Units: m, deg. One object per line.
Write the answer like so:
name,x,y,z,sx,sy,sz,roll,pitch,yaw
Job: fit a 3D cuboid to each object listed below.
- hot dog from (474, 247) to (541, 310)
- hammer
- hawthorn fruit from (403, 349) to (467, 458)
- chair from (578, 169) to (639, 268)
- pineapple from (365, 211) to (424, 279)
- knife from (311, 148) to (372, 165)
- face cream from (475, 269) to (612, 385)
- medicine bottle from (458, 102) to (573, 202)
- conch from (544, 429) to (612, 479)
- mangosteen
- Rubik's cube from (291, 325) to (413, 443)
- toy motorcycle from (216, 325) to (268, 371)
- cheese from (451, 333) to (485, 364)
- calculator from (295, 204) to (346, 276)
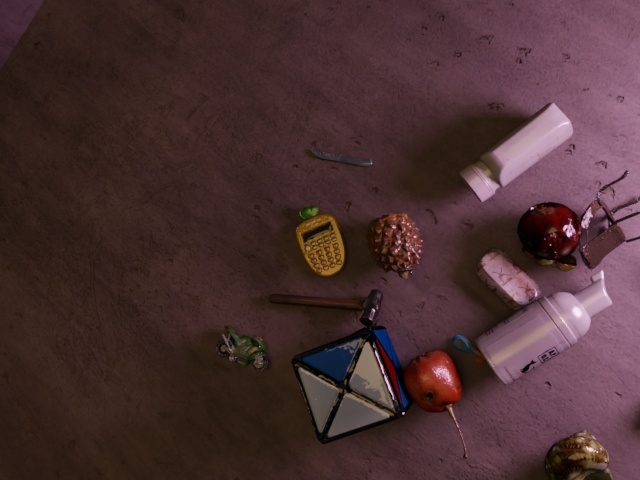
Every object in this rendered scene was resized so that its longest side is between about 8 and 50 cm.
hot dog,0.512,0.107,1.525,0.108,0.059,0.191,-41,69,-3
hammer,0.007,0.193,1.688,0.365,0.044,0.111,2,45,26
hawthorn fruit,0.340,0.434,1.492,0.165,0.165,0.286,-37,66,12
chair,0.737,-0.038,1.401,0.213,0.174,0.149,-37,40,20
pineapple,0.219,0.019,1.584,0.166,0.166,0.193,-17,80,17
knife,0.065,-0.259,1.741,0.210,0.015,0.028,12,96,21
face cream,0.597,0.219,1.436,0.369,0.145,0.145,-36,74,14
medicine bottle,0.526,-0.234,1.500,0.296,0.161,0.111,-40,72,13
conch,0.659,0.579,1.397,0.187,0.124,0.181,37,88,-5
mangosteen,0.603,-0.008,1.459,0.166,0.166,0.180,-4,115,19
Rubik's cube,0.094,0.391,1.543,0.249,0.248,0.247,-24,76,15
toy motorcycle,-0.242,0.343,1.761,0.190,0.074,0.106,17,81,21
cheese,0.414,0.303,1.555,0.111,0.017,0.047,37,116,24
calculator,0.000,0.000,1.729,0.146,0.032,0.235,-23,79,16
